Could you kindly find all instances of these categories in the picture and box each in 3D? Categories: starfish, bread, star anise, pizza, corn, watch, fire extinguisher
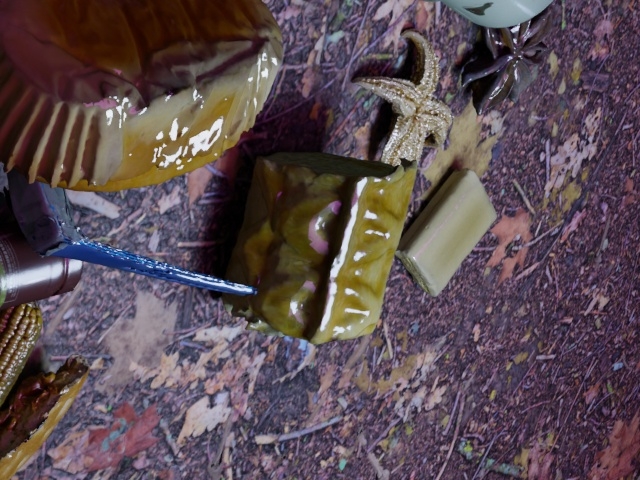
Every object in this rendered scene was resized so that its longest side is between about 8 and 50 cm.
[{"bbox_3d":[0.126,-0.189,2.152,0.216,0.071,0.238,-8,111,-55],"label":"starfish"},{"bbox_3d":[0.200,-0.013,2.352,0.178,0.060,0.139,-51,141,-16],"label":"bread"},{"bbox_3d":[0.294,-0.299,2.283,0.197,0.073,0.212,-9,121,-44],"label":"star anise"},{"bbox_3d":[-0.370,0.233,1.783,0.246,0.058,0.127,-53,174,-3],"label":"pizza"},{"bbox_3d":[-0.211,-0.178,1.599,0.389,0.236,0.183,-12,157,-44],"label":"bread"},{"bbox_3d":[-0.385,0.152,1.718,0.068,0.068,0.207,28,88,-54],"label":"corn"},{"bbox_3d":[-0.220,-0.029,1.693,0.274,0.068,0.276,-20,88,-50],"label":"watch"},{"bbox_3d":[-0.004,0.001,1.991,0.196,0.239,0.252,-67,165,-74],"label":"bread"},{"bbox_3d":[-0.420,0.033,1.585,0.341,0.105,0.141,-15,83,-46],"label":"fire extinguisher"}]

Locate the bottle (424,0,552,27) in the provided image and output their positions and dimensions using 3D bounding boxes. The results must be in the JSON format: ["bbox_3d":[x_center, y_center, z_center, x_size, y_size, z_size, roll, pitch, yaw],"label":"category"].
[{"bbox_3d":[0.169,-0.420,1.937,0.352,0.229,0.229,19,96,-54],"label":"bottle"}]
